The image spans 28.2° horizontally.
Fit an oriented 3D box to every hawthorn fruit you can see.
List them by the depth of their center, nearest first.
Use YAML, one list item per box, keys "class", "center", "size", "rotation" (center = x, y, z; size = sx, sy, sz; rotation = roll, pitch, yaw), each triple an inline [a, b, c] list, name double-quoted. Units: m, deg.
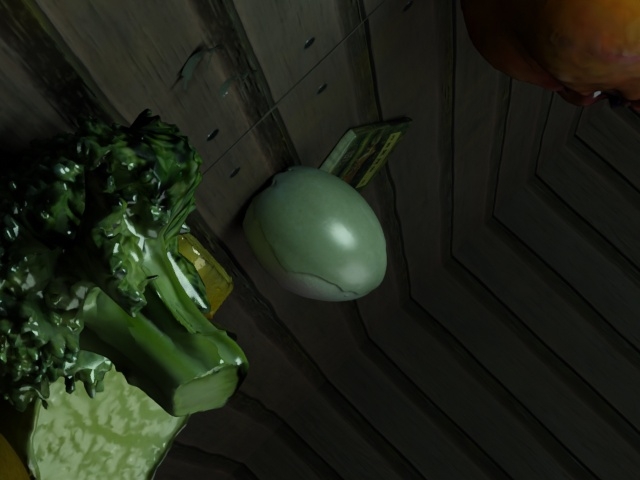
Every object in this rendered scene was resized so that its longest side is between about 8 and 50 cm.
- class: "hawthorn fruit"
  center: [0.403, -0.379, 1.615]
  size: [0.472, 0.472, 0.472]
  rotation: [-42, 166, -13]

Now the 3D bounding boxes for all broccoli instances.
- class: "broccoli"
  center: [-0.223, 0.036, 1.250]
  size: [0.277, 0.317, 0.338]
  rotation: [-31, 127, -25]

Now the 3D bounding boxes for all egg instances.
- class: "egg"
  center: [0.000, 0.000, 1.894]
  size: [0.183, 0.217, 0.183]
  rotation: [-45, 169, -11]

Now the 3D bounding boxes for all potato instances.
- class: "potato"
  center: [-0.315, 0.177, 1.583]
  size: [0.330, 0.213, 0.280]
  rotation: [-60, 145, -12]

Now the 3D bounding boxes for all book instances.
- class: "book"
  center: [0.060, -0.131, 2.103]
  size: [0.160, 0.024, 0.228]
  rotation: [-54, 164, 25]

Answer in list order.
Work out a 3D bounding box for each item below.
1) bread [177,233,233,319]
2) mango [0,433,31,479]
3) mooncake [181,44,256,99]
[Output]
- class: "bread"
  center: [-0.184, 0.047, 1.729]
  size: [0.094, 0.102, 0.245]
  rotation: [-47, 168, -3]
- class: "mango"
  center: [-0.426, 0.266, 1.334]
  size: [0.221, 0.264, 0.378]
  rotation: [-47, 152, -29]
- class: "mooncake"
  center: [-0.012, -0.249, 1.463]
  size: [0.347, 0.057, 0.150]
  rotation: [-24, 143, -51]
